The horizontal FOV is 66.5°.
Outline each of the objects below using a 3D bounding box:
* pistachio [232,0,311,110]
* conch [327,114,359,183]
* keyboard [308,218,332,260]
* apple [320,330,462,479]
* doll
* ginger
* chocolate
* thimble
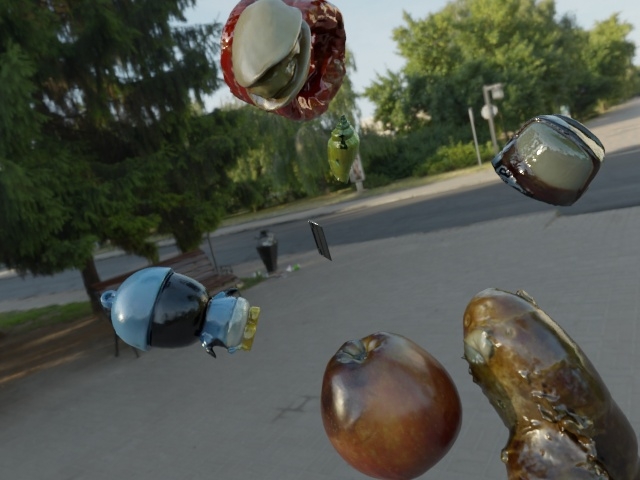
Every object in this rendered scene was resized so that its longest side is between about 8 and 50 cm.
[{"bbox_3d":[-0.083,-0.309,0.806,0.143,0.144,0.215,-12,52,16],"label":"pistachio"},{"bbox_3d":[0.065,-0.270,1.425,0.094,0.201,0.079,37,40,26],"label":"conch"},{"bbox_3d":[0.000,0.000,1.767,0.067,0.202,0.011,30,64,31],"label":"keyboard"},{"bbox_3d":[0.106,0.260,0.793,0.229,0.230,0.230,-14,8,2],"label":"apple"},{"bbox_3d":[-0.283,0.148,0.984,0.313,0.141,0.177,14,48,-5],"label":"doll"},{"bbox_3d":[0.342,0.273,0.748,0.254,0.419,0.176,-18,-16,-40],"label":"ginger"},{"bbox_3d":[0.665,-0.249,1.394,0.283,0.186,0.284,9,39,-8],"label":"chocolate"},{"bbox_3d":[-0.094,-0.515,1.374,0.230,0.351,0.350,24,26,24],"label":"thimble"}]
